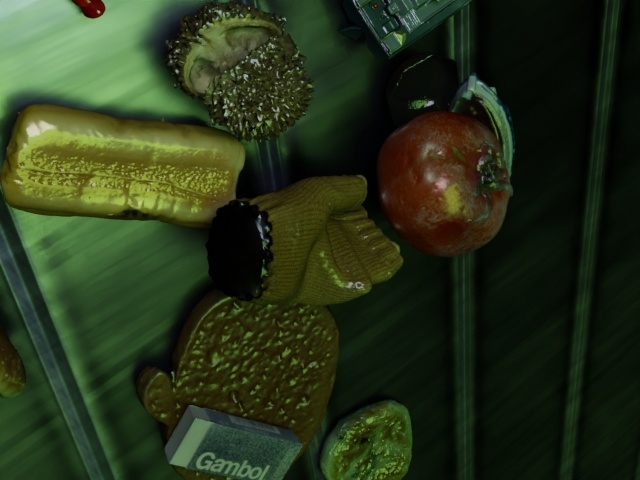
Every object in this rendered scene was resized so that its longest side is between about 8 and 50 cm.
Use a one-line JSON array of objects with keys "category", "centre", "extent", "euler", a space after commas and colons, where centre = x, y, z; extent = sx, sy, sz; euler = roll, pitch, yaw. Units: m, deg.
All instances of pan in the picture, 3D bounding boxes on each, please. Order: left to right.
[{"category": "pan", "centre": [0.144, -0.218, 1.024], "extent": [0.129, 0.048, 0.201], "euler": [5, 126, -35]}]

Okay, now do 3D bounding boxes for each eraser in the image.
[{"category": "eraser", "centre": [-0.138, 0.336, 1.012], "extent": [0.213, 0.046, 0.091], "euler": [27, 96, -33]}]

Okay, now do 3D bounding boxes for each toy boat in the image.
[{"category": "toy boat", "centre": [0.171, -0.386, 0.918], "extent": [0.296, 0.122, 0.114], "euler": [-38, 103, -15]}, {"category": "toy boat", "centre": [0.287, -0.180, 1.101], "extent": [0.115, 0.114, 0.261], "euler": [-52, 138, -46]}]

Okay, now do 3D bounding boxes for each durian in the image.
[{"category": "durian", "centre": [-0.100, -0.213, 0.806], "extent": [0.167, 0.196, 0.196], "euler": [-26, 125, 4]}]

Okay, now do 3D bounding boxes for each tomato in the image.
[{"category": "tomato", "centre": [0.189, -0.084, 0.989], "extent": [0.232, 0.189, 0.231], "euler": [-1, 91, -43]}]

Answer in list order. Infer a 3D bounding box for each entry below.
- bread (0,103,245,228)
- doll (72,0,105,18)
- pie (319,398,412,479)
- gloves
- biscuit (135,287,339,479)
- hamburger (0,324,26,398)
[{"category": "bread", "centre": [-0.246, -0.094, 0.807], "extent": [0.305, 0.091, 0.141], "euler": [5, 102, -33]}, {"category": "doll", "centre": [-0.309, -0.425, 0.622], "extent": [0.188, 0.099, 0.384], "euler": [-46, 131, -6]}, {"category": "pie", "centre": [0.106, 0.434, 1.293], "extent": [0.241, 0.054, 0.240], "euler": [-12, 115, -26]}, {"category": "gloves", "centre": [-0.016, 0.000, 0.934], "extent": [0.357, 0.155, 0.202], "euler": [-3, 95, -45]}, {"category": "biscuit", "centre": [-0.135, 0.241, 1.045], "extent": [0.351, 0.070, 0.394], "euler": [11, 106, -31]}, {"category": "hamburger", "centre": [-0.446, 0.135, 0.756], "extent": [0.131, 0.159, 0.184], "euler": [-30, 97, -13]}]
